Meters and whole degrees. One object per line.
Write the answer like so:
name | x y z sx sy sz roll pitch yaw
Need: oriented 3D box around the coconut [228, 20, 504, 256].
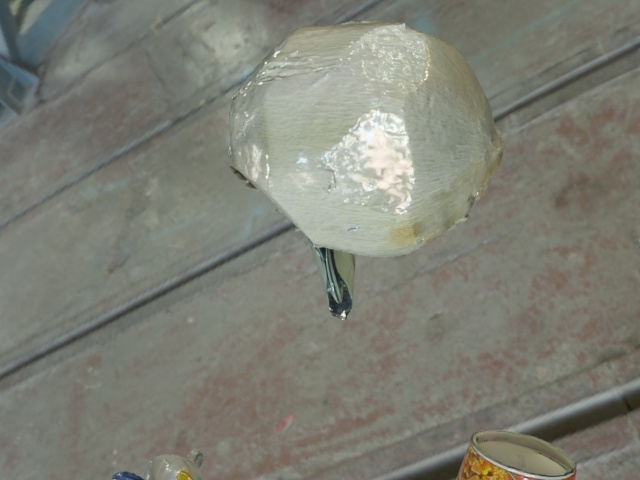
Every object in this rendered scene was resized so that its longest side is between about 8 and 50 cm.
coconut | 0.072 -0.142 1.205 0.360 0.346 0.346 2 53 22

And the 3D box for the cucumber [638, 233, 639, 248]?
cucumber | 0.407 -0.007 0.937 0.112 0.064 0.064 4 52 15

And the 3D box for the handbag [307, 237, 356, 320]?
handbag | 0.000 0.000 1.484 0.109 0.241 0.315 -12 36 11

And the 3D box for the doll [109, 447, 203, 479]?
doll | -0.150 0.228 0.643 0.057 0.114 0.227 -4 28 27

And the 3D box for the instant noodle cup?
instant noodle cup | 0.294 0.401 1.315 0.213 0.213 0.174 23 106 50
